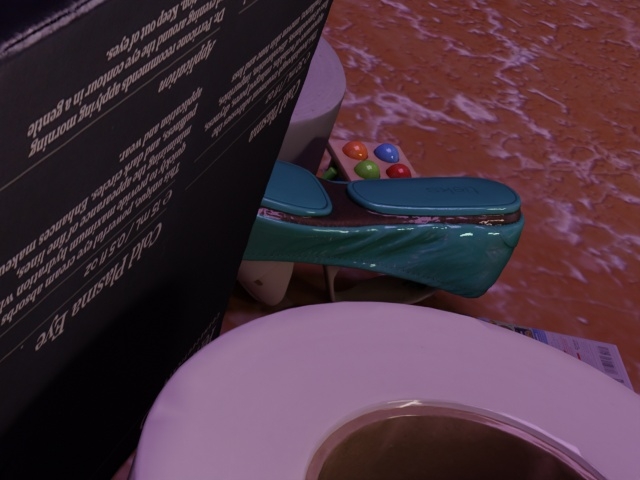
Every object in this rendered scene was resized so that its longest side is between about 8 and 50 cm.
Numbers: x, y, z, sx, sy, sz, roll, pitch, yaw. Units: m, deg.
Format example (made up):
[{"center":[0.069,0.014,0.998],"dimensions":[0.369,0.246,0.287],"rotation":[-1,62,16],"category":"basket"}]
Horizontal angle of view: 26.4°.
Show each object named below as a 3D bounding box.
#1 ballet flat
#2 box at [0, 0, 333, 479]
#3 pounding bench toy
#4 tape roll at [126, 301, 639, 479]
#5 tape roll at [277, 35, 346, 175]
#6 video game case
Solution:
[{"center":[0.000,0.000,0.797],"dimensions":[0.247,0.087,0.083],"rotation":[6,22,-17],"category":"ballet flat"},{"center":[-0.144,-0.026,0.542],"dimensions":[0.179,0.313,0.343],"rotation":[25,31,8],"category":"box"},{"center":[0.014,-0.029,0.869],"dimensions":[0.083,0.065,0.052],"rotation":[3,36,-26],"category":"pounding bench toy"},{"center":[0.033,0.162,0.493],"dimensions":[0.246,0.169,0.246],"rotation":[15,32,-10],"category":"tape roll"},{"center":[-0.095,-0.108,0.922],"dimensions":[0.219,0.072,0.219],"rotation":[15,32,-10],"category":"tape roll"},{"center":[0.132,0.082,0.819],"dimensions":[0.122,0.011,0.087],"rotation":[12,33,-13],"category":"video game case"}]
